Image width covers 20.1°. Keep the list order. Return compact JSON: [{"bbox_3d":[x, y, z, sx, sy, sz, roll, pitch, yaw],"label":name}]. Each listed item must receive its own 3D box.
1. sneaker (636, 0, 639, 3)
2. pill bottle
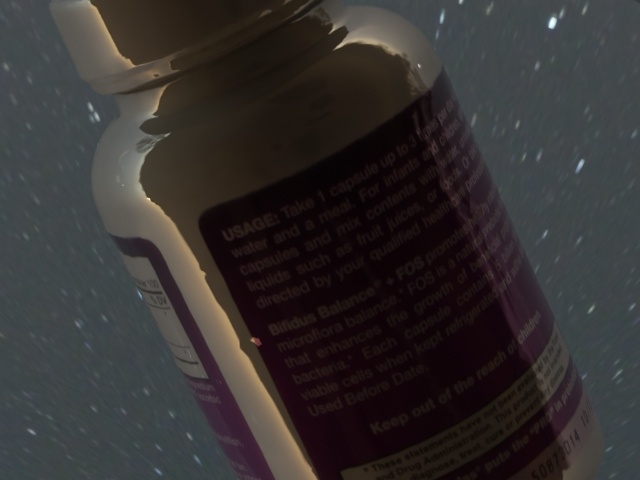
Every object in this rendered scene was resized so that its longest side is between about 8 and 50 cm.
[{"bbox_3d":[0.168,-0.053,0.277,0.330,0.122,0.146,41,-79,41],"label":"sneaker"},{"bbox_3d":[0.000,0.000,0.821,0.169,0.169,0.301,-27,-73,-5],"label":"pill bottle"}]
